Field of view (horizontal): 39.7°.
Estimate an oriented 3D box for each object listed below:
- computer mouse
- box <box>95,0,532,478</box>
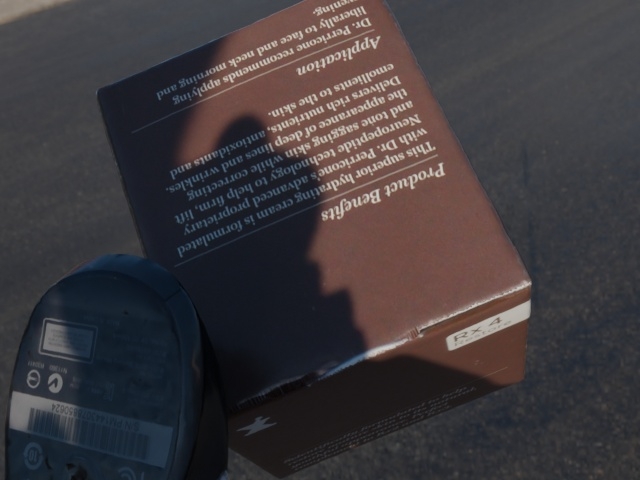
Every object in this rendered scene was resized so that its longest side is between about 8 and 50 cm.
[{"bbox_3d":[-0.117,0.138,0.378,0.184,0.262,0.060,-1,-8,29],"label":"computer mouse"},{"bbox_3d":[0.000,0.000,0.504,0.168,0.167,0.203,-22,65,1],"label":"box"}]
